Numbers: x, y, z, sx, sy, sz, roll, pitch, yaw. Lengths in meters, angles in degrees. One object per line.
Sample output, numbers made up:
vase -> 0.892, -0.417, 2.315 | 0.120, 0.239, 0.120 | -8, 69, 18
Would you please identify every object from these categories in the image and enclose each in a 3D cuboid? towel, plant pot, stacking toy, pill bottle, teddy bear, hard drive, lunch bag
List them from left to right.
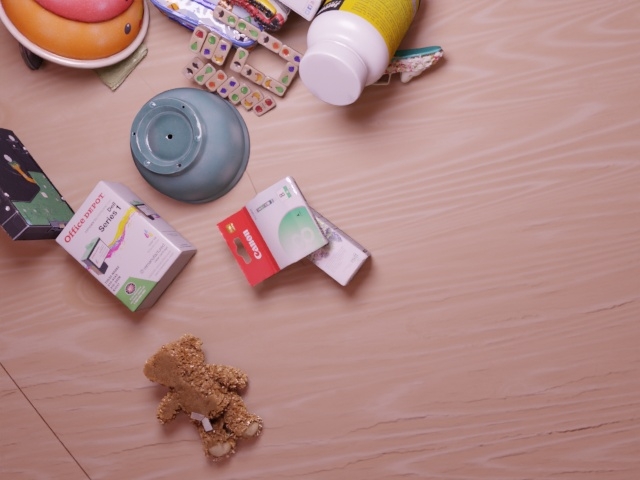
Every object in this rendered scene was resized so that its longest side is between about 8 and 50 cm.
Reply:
hard drive -> -0.770, -0.147, 1.410 | 0.064, 0.237, 0.339 | -40, 87, 8
stacking toy -> -0.512, -0.621, 1.200 | 0.350, 0.479, 0.351 | 6, 75, -25
towel -> -0.528, -0.477, 1.471 | 0.110, 0.027, 0.148 | 45, 98, 5
plant pot -> -0.337, -0.239, 1.365 | 0.292, 0.196, 0.294 | 0, 91, 8
teddy bear -> -0.295, 0.395, 1.434 | 0.338, 0.113, 0.245 | 37, 103, -2
lunch bag -> -0.247, -0.600, 1.355 | 0.303, 0.115, 0.243 | 23, 92, -10
pill bottle -> 0.086, -0.463, 1.236 | 0.187, 0.188, 0.334 | 24, 64, 7

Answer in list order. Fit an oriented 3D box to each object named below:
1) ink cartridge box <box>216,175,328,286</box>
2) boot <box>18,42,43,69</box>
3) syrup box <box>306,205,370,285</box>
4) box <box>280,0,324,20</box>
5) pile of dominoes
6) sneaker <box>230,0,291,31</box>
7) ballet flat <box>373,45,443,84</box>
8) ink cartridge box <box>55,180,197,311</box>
ink cartridge box -> -0.119, -0.018, 1.319 | 0.224, 0.056, 0.181 | -30, 87, 9
boot -> -0.675, -0.549, 1.475 | 0.208, 0.076, 0.190 | -4, 93, 1
syrup box -> 0.000, 0.000, 1.373 | 0.236, 0.096, 0.093 | 37, 99, 5
box -> -0.113, -0.633, 1.253 | 0.321, 0.232, 0.058 | 33, 131, -7
pile of dominoes -> -0.193, -0.416, 1.351 | 0.251, 0.040, 0.196 | 27, 121, -13
sneaker -> -0.161, -0.576, 1.282 | 0.225, 0.088, 0.093 | 39, 68, -8
ballet flat -> 0.174, -0.415, 1.355 | 0.240, 0.091, 0.077 | -2, 122, 12
ink cartridge box -> -0.491, 0.012, 1.433 | 0.278, 0.117, 0.201 | 41, 96, 6
